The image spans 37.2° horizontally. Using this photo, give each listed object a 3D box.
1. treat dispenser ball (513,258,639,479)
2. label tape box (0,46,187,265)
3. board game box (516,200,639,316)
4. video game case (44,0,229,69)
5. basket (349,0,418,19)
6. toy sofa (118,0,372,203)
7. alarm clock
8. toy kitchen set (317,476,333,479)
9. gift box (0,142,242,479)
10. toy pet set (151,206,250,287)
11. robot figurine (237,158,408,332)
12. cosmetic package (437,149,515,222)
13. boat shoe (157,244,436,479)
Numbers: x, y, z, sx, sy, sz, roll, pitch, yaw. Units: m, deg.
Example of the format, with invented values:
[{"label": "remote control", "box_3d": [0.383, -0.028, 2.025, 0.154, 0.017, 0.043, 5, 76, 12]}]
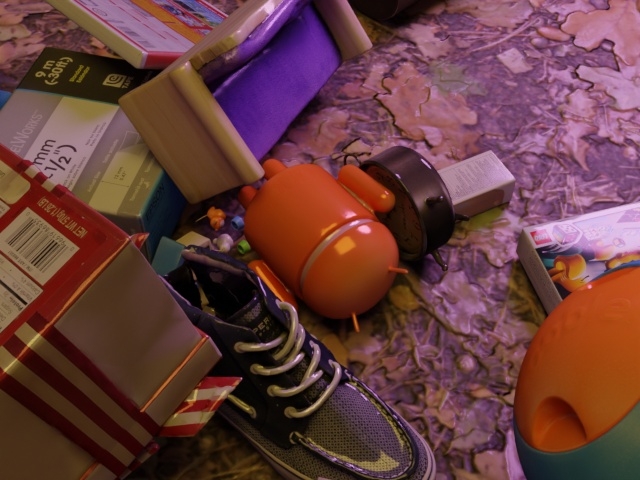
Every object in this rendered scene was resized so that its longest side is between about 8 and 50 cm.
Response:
[{"label": "treat dispenser ball", "box_3d": [0.315, 0.157, 0.833, 0.288, 0.288, 0.288, 0, 51, 0]}, {"label": "label tape box", "box_3d": [-0.327, -0.116, 1.173, 0.347, 0.115, 0.249, 13, 52, 9]}, {"label": "board game box", "box_3d": [0.402, 0.039, 1.076, 0.305, 0.053, 0.193, -13, 53, -10]}, {"label": "video game case", "box_3d": [-0.195, -0.280, 1.262, 0.204, 0.025, 0.285, 37, 28, 27]}, {"label": "basket", "box_3d": [0.138, -0.441, 1.410, 0.204, 0.154, 0.227, 35, 63, 26]}, {"label": "toy sofa", "box_3d": [-0.055, -0.212, 1.137, 0.177, 0.150, 0.362, -18, 25, 36]}, {"label": "alarm clock", "box_3d": [0.088, -0.054, 1.111, 0.064, 0.129, 0.192, -32, 46, -23]}, {"label": "toy kitchen set", "box_3d": [0.023, 0.274, 0.873, 0.068, 0.083, 0.075, 11, 52, 10]}, {"label": "gift box", "box_3d": [-0.238, 0.080, 0.816, 0.255, 0.258, 0.276, 38, 73, 29]}, {"label": "toy pet set", "box_3d": [-0.134, 0.026, 1.056, 0.114, 0.122, 0.065, 21, 44, 41]}, {"label": "robot figurine", "box_3d": [-0.001, 0.002, 1.067, 0.158, 0.128, 0.219, -28, 55, -27]}, {"label": "cosmetic package", "box_3d": [0.174, -0.061, 1.168, 0.115, 0.041, 0.060, -20, 54, -15]}, {"label": "boat shoe", "box_3d": [-0.036, 0.135, 0.937, 0.340, 0.158, 0.127, 27, 57, 21]}]
